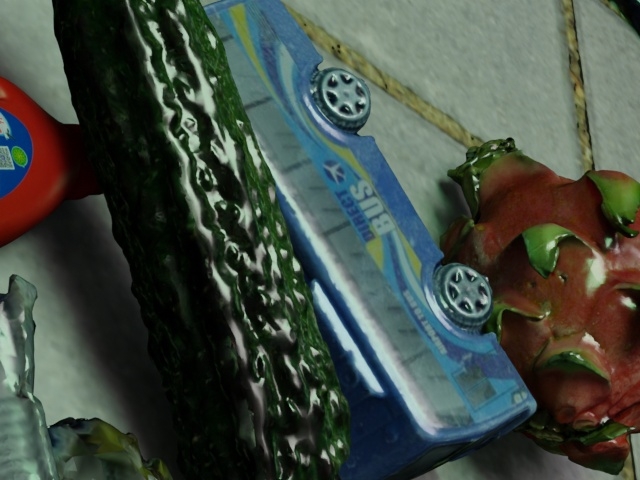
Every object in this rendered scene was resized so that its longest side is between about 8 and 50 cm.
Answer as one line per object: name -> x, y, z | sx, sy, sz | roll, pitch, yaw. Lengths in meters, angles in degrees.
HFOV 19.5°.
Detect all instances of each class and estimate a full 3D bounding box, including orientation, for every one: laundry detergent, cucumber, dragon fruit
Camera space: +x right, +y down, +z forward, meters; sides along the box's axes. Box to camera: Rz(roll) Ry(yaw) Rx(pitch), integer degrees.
laundry detergent -> -0.144, -0.037, 0.731 | 0.165, 0.049, 0.097 | -3, 63, -56
cucumber -> -0.052, -0.013, 0.747 | 0.077, 0.077, 0.265 | -19, 91, -55
dragon fruit -> 0.124, 0.018, 0.944 | 0.137, 0.135, 0.236 | 34, 20, -18

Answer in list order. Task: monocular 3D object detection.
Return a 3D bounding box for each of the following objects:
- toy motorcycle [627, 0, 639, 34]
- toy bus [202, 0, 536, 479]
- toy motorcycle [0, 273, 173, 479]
toy motorcycle -> 0.296, -0.232, 1.361 | 0.416, 0.172, 0.232 | 36, 30, -11
toy bus -> -0.003, 0.002, 0.849 | 0.094, 0.079, 0.236 | -25, 80, -40
toy motorcycle -> -0.097, 0.131, 0.565 | 0.207, 0.134, 0.401 | 11, 54, -54
